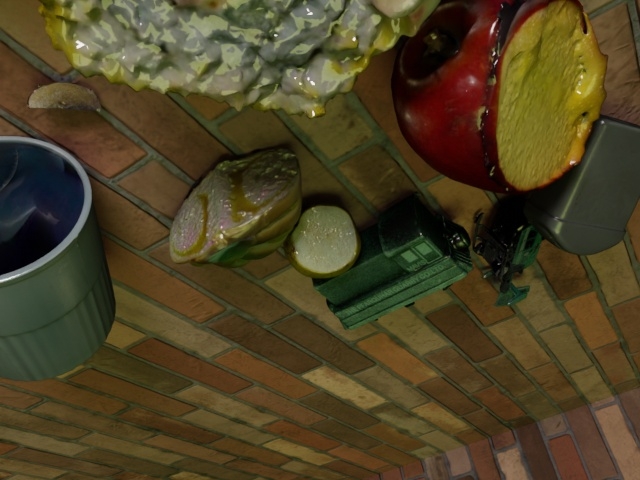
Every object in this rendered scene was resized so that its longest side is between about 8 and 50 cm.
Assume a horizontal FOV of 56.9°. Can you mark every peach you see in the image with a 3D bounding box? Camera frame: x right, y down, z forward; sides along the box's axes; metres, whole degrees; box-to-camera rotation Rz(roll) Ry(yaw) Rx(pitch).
[{"bbox_3d":[0.235,-0.202,0.804,0.361,0.201,0.258,9,105,-46],"label":"peach"}]

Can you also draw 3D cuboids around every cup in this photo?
[{"bbox_3d":[-0.489,0.047,0.889,0.330,0.257,0.311,-4,144,-11],"label":"cup"}]

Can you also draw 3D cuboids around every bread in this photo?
[{"bbox_3d":[-0.119,-0.033,0.964,0.156,0.158,0.260,18,137,-37],"label":"bread"}]

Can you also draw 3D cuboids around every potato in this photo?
[{"bbox_3d":[-0.348,-0.195,0.796,0.093,0.036,0.037,-6,109,-36],"label":"potato"}]

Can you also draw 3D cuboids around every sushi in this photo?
[{"bbox_3d":[-0.051,-0.321,0.524,0.351,0.240,0.397,12,133,-22],"label":"sushi"}]

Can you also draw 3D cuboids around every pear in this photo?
[{"bbox_3d":[0.000,0.000,1.072,0.140,0.141,0.104,-2,-177,-12],"label":"pear"}]

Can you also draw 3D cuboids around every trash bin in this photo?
[{"bbox_3d":[0.464,-0.093,1.016,0.176,0.101,0.237,9,113,-21],"label":"trash bin"}]

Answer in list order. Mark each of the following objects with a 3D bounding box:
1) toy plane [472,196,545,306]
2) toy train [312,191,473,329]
[{"bbox_3d":[0.403,0.028,1.221,0.155,0.106,0.382,-21,139,-13],"label":"toy plane"},{"bbox_3d":[0.125,0.043,1.150,0.330,0.139,0.178,-30,130,27],"label":"toy train"}]
